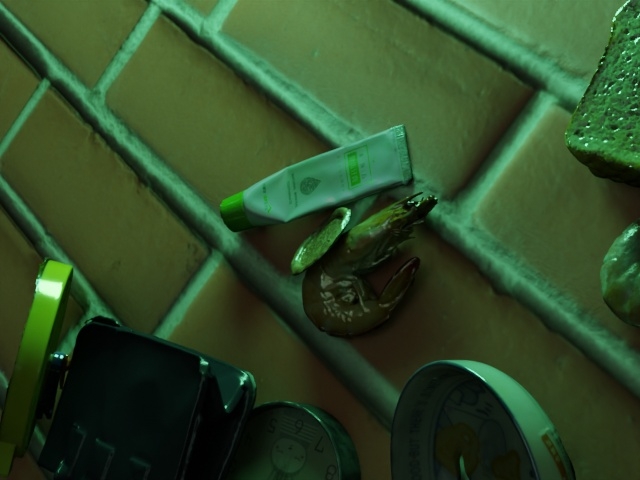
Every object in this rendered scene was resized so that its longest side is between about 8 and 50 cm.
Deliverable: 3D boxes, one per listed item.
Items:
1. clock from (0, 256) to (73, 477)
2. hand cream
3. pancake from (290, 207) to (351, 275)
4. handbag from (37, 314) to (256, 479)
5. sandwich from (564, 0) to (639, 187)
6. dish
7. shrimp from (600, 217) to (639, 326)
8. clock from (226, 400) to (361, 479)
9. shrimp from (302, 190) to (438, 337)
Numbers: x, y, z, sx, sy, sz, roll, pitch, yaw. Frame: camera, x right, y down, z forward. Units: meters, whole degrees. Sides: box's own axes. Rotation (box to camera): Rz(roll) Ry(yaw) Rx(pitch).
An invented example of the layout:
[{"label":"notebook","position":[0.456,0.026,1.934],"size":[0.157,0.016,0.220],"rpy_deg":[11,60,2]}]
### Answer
[{"label":"clock","position":[-0.389,0.173,1.509],"size":[0.277,0.071,0.293],"rpy_deg":[-125,48,-77]},{"label":"hand cream","position":[-0.006,-0.072,1.423],"size":[0.275,0.050,0.079],"rpy_deg":[-19,90,25]},{"label":"pancake","position":[0.001,0.001,1.366],"size":[0.115,0.011,0.115],"rpy_deg":[-44,17,17]},{"label":"handbag","position":[-0.234,0.260,1.396],"size":[0.325,0.118,0.269],"rpy_deg":[12,80,51]},{"label":"sandwich","position":[0.379,-0.160,1.151],"size":[0.186,0.065,0.215],"rpy_deg":[22,84,40]},{"label":"dish","position":[0.195,0.252,1.102],"size":[0.273,0.134,0.273],"rpy_deg":[16,108,62]},{"label":"shrimp","position":[0.402,0.021,1.083],"size":[0.251,0.052,0.143],"rpy_deg":[-2,66,35]},{"label":"clock","position":[-0.051,0.303,1.312],"size":[0.215,0.042,0.215],"rpy_deg":[-13,67,32]},{"label":"shrimp","position":[0.067,0.032,1.318],"size":[0.236,0.053,0.133],"rpy_deg":[-40,50,24]}]
